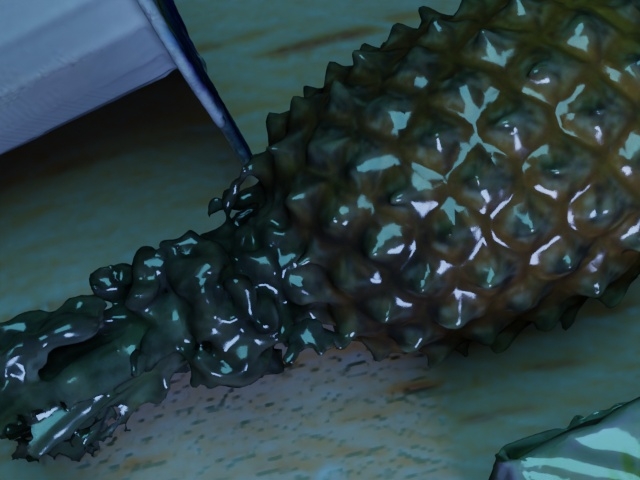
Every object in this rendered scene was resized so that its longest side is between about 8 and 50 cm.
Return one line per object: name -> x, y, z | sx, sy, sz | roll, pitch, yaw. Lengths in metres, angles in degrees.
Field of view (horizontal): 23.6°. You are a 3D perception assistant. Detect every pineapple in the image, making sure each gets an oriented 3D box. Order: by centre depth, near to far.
pineapple -> 0.000, 0.000, 0.715 | 0.361, 0.175, 0.175 | -21, 71, -10

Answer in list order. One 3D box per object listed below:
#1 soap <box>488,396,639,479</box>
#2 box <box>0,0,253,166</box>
soap -> 0.193, 0.149, 0.673 | 0.182, 0.138, 0.199 | -26, 72, -9
box -> -0.185, -0.111, 0.740 | 0.206, 0.291, 0.262 | -28, 31, 1
